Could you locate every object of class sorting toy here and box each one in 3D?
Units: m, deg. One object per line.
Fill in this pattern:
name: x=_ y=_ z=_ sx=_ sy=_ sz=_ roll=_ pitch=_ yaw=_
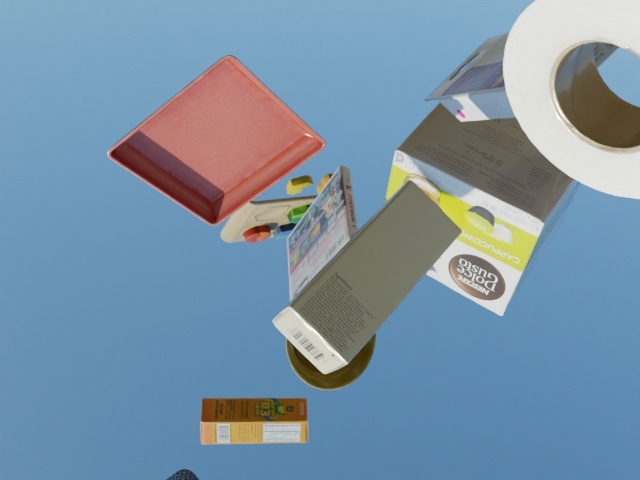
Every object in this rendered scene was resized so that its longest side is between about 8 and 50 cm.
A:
sorting toy: x=-0.078 y=-0.061 z=1.772 sx=0.229 sy=0.307 sz=0.041 roll=-3 pitch=-112 yaw=-24

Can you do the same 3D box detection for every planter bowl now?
planter bowl: x=0.006 y=0.209 z=1.713 sx=0.217 sy=0.217 sz=0.090 roll=-21 pitch=-171 yaw=-26

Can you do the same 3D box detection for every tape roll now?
tape roll: x=0.362 y=-0.192 z=0.929 sx=0.286 sy=0.286 sz=0.100 roll=29 pitch=-123 yaw=35

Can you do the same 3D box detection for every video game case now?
video game case: x=0.000 y=0.000 z=1.347 sx=0.023 sy=0.201 sz=0.184 roll=19 pitch=-139 yaw=-23

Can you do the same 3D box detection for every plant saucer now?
plant saucer: x=-0.164 y=-0.161 z=1.270 sx=0.258 sy=0.259 sz=0.048 roll=-34 pitch=-132 yaw=18

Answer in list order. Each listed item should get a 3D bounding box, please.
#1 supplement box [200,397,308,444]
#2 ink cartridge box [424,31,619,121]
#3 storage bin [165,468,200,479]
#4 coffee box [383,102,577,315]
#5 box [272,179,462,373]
supplement box: x=-0.143 y=0.392 z=1.717 sx=0.233 sy=0.080 sz=0.078 roll=2 pitch=-146 yaw=-6
ink cartridge box: x=0.310 y=-0.271 z=1.255 sx=0.176 sy=0.069 sz=0.371 roll=-44 pitch=-163 yaw=-6
storage bin: x=-0.268 y=0.500 z=1.357 sx=0.180 sy=0.122 sz=0.084 roll=-36 pitch=-171 yaw=0
coffee box: x=0.368 y=-0.107 z=1.755 sx=0.337 sy=0.334 sz=0.338 roll=30 pitch=-126 yaw=17
box: x=0.067 y=0.049 z=1.100 sx=0.113 sy=0.094 sz=0.275 roll=46 pitch=-117 yaw=1
